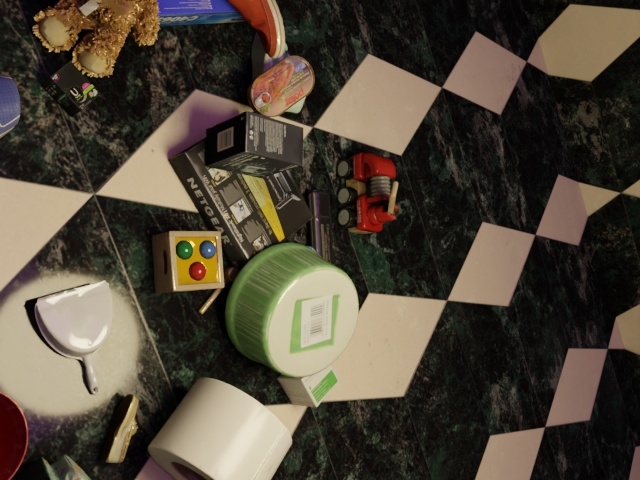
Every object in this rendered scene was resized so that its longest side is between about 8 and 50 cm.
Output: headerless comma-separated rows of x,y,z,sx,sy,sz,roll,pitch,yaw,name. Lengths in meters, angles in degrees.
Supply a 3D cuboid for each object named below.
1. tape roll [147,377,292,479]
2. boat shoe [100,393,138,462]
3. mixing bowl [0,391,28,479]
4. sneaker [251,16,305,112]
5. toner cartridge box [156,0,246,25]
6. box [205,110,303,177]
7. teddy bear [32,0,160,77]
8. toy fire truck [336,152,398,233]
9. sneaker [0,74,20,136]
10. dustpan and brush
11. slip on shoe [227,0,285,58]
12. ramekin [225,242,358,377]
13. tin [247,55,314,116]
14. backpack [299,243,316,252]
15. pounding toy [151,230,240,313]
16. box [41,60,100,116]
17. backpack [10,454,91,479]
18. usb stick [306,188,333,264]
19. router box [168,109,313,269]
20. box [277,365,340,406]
-0.203,0.421,1.262,0.246,0.246,0.169,52,52,-24,tape roll
-0.392,0.376,1.231,0.045,0.050,0.135,31,73,-39,boat shoe
-0.593,0.332,1.017,0.182,0.098,0.181,9,77,-42,mixing bowl
-0.095,-0.456,1.604,0.151,0.094,0.255,6,89,-36,sneaker
-0.289,-0.606,1.466,0.348,0.075,0.165,-21,99,-42,toner cartridge box
-0.145,-0.207,1.364,0.158,0.156,0.093,7,79,-42,box
-0.431,-0.500,1.261,0.245,0.113,0.337,17,94,-21,teddy bear
0.155,-0.141,1.679,0.159,0.246,0.216,8,78,-42,toy fire truck
-0.640,-0.214,1.007,0.316,0.182,0.127,-22,100,-42,sneaker
-0.459,0.199,1.200,0.147,0.060,0.211,-17,88,-41,dustpan and brush
-0.182,-0.578,1.444,0.101,0.123,0.331,-32,106,-17,slip on shoe
-0.054,0.168,1.437,0.304,0.148,0.303,-13,112,-35,ramekin
-0.098,-0.380,1.530,0.190,0.040,0.106,-40,108,-21,tin
-0.054,0.061,1.566,0.114,0.084,0.104,-1,87,-46,backpack
-0.254,0.073,1.372,0.206,0.094,0.180,-1,83,-42,pounding toy
-0.500,-0.303,1.238,0.083,0.052,0.062,50,52,-24,box
-0.453,0.481,1.074,0.144,0.166,0.188,-25,102,-32,backpack
0.000,0.000,1.652,0.077,0.045,0.277,4,80,-49,usb stick
-0.180,-0.121,1.481,0.243,0.081,0.308,-41,111,-39,router box
-0.028,0.345,1.529,0.101,0.102,0.087,-39,107,-38,box
